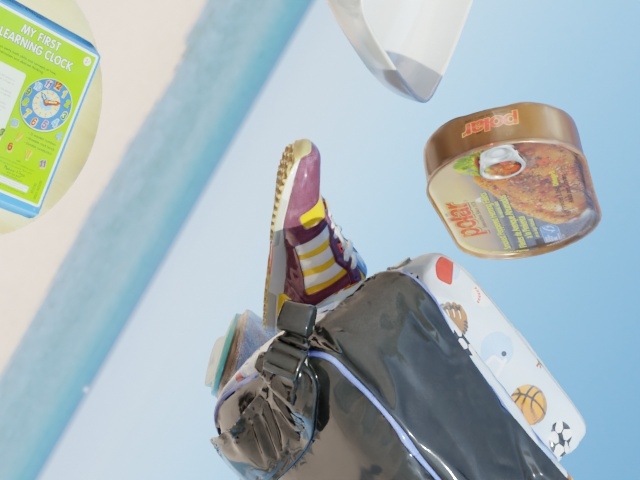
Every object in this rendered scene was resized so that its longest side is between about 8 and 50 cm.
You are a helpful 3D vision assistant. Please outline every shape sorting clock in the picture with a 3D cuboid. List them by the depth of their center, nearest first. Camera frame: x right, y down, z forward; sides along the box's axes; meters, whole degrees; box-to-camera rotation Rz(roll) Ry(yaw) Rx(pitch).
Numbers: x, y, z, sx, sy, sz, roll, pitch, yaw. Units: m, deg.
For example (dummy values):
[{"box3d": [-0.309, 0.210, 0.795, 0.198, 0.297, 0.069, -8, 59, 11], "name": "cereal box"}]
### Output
[{"box3d": [-0.239, -0.104, 0.886, 0.040, 0.206, 0.206, 17, -107, 42], "name": "shape sorting clock"}]

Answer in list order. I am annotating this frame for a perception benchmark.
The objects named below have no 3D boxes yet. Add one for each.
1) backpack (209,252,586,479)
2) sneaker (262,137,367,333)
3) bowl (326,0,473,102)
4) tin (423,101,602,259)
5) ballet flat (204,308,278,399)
[{"box3d": [0.047, 0.149, 0.963, 0.213, 0.276, 0.263, -38, -175, -38], "name": "backpack"}, {"box3d": [0.000, 0.000, 1.030, 0.069, 0.083, 0.185, -86, -177, -54], "name": "sneaker"}, {"box3d": [0.057, -0.189, 0.932, 0.142, 0.053, 0.142, 47, 60, -50], "name": "bowl"}, {"box3d": [0.131, -0.037, 0.861, 0.190, 0.106, 0.040, 51, 25, -62], "name": "tin"}, {"box3d": [-0.066, 0.137, 1.395, 0.316, 0.106, 0.108, 149, -44, -83], "name": "ballet flat"}]
